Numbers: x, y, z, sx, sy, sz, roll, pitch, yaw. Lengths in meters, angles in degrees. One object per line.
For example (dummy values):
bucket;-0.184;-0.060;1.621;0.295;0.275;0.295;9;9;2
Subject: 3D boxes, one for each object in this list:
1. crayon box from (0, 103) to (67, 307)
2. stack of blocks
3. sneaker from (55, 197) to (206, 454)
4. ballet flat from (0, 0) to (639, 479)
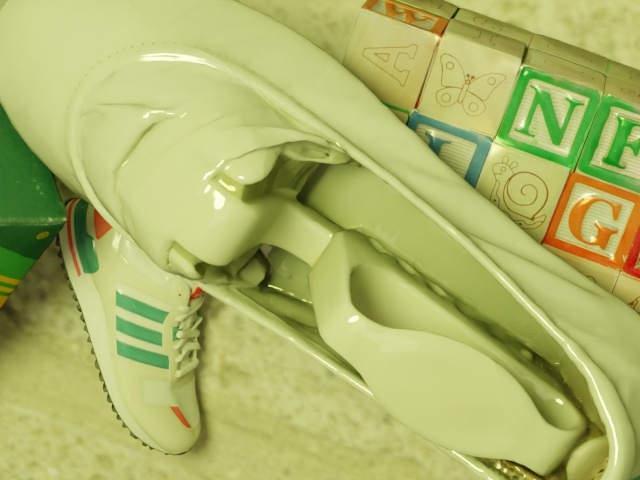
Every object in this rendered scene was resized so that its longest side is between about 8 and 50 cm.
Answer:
crayon box;-0.317;0.012;0.971;0.203;0.323;0.083;-47;52;42
stack of blocks;0.139;-0.003;1.014;0.297;0.087;0.171;21;109;4
sneaker;-0.089;0.044;1.089;0.075;0.057;0.161;-16;100;21
ballet flat;0.000;0.000;0.926;0.400;0.139;0.139;35;110;1
